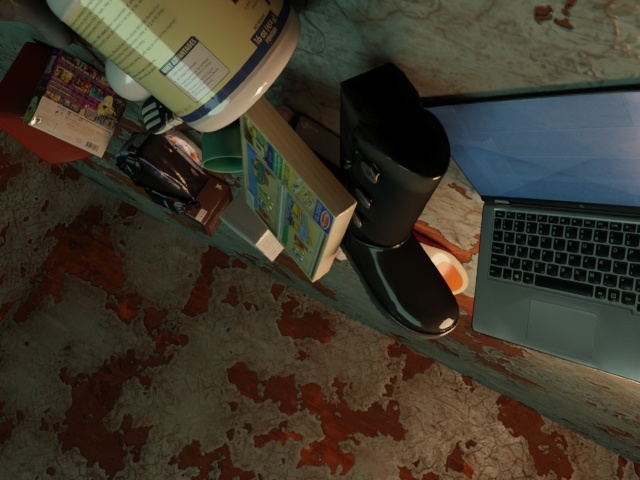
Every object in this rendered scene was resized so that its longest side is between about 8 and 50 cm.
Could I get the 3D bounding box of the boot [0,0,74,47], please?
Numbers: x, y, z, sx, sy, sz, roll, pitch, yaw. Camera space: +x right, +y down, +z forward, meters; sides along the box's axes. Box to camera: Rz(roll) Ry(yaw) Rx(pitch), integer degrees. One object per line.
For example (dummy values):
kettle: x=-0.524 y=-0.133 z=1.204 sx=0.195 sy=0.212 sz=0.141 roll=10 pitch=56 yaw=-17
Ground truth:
boot: x=-0.727 y=-0.502 z=1.174 sx=0.118 sy=0.223 sz=0.338 roll=21 pitch=163 yaw=27

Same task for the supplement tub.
supplement tub: x=-0.212 y=-0.333 z=0.723 sx=0.324 sy=0.236 sz=0.235 roll=39 pitch=163 yaw=-31

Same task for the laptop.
laptop: x=0.348 y=0.005 z=0.806 sx=0.236 sy=0.409 sz=0.381 roll=-2 pitch=-171 yaw=-39

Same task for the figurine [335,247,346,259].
figurine: x=0.000 y=0.000 z=1.716 sx=0.214 sy=0.093 sz=0.209 roll=25 pitch=-178 yaw=25

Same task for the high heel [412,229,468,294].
high heel: x=0.228 y=0.015 z=1.390 sx=0.377 sy=0.127 sz=0.181 roll=33 pitch=-165 yaw=-26

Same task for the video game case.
video game case: x=-0.646 y=-0.361 z=1.424 sx=0.041 sy=0.211 sz=0.232 roll=22 pitch=178 yaw=30

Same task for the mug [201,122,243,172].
mug: x=-0.223 y=-0.233 z=1.330 sx=0.129 sy=0.098 sz=0.157 roll=-10 pitch=170 yaw=27

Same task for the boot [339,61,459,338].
boot: x=0.154 y=-0.033 z=0.928 sx=0.367 sy=0.146 sz=0.445 roll=47 pitch=158 yaw=16

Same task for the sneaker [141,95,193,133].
sneaker: x=-0.253 y=-0.314 z=1.188 sx=0.281 sy=0.107 sz=0.162 roll=-9 pitch=-176 yaw=32

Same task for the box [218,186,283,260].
box: x=-0.165 y=-0.071 z=1.563 sx=0.181 sy=0.182 sz=0.119 roll=35 pitch=171 yaw=32

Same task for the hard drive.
hard drive: x=0.036 y=-0.163 z=1.173 sx=0.254 sy=0.054 sz=0.172 roll=32 pitch=165 yaw=-9

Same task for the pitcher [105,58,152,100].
pitcher: x=-0.400 y=-0.401 z=1.130 sx=0.178 sy=0.125 sz=0.207 roll=55 pitch=148 yaw=-13

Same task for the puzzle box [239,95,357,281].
puzzle box: x=-0.062 y=-0.079 z=1.088 sx=0.272 sy=0.052 sz=0.409 roll=49 pitch=162 yaw=12

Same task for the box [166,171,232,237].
box: x=-0.437 y=-0.140 z=1.937 sx=0.166 sy=0.169 sz=0.203 roll=30 pitch=165 yaw=3

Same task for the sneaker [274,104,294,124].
sneaker: x=-0.108 y=-0.245 z=1.148 sx=0.051 sy=0.070 sz=0.134 roll=34 pitch=166 yaw=-23

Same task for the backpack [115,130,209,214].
backpack: x=-0.499 y=-0.241 z=1.647 sx=0.263 sy=0.213 sz=0.276 roll=4 pitch=145 yaw=43

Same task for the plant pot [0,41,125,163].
plant pot: x=-0.751 y=-0.393 z=1.571 sx=0.235 sy=0.268 sz=0.267 roll=10 pitch=159 yaw=22
